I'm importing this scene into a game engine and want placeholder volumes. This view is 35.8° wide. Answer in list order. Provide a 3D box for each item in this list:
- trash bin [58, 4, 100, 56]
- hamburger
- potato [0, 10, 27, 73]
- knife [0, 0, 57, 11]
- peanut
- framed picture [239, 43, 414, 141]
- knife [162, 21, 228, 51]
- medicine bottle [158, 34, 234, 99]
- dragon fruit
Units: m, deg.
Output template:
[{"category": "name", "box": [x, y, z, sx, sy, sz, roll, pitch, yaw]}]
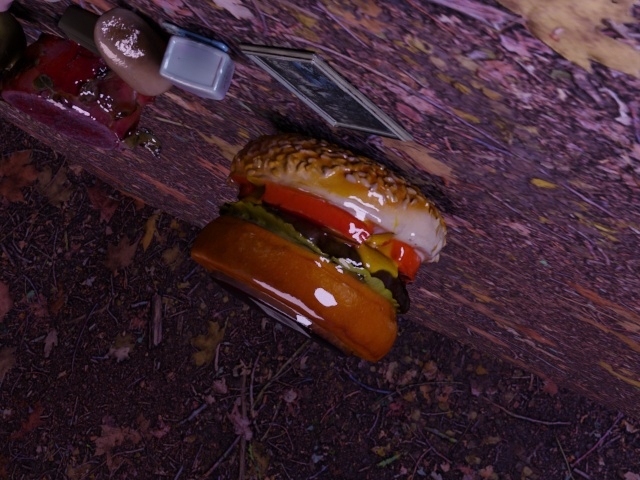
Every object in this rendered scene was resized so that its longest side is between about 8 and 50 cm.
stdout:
[{"category": "trash bin", "box": [-0.308, -0.283, 1.364, 0.092, 0.043, 0.061, 30, 173, 12]}, {"category": "hamburger", "box": [0.000, 0.000, 1.391, 0.330, 0.250, 0.330, 30, 170, 6]}, {"category": "potato", "box": [-0.564, -0.333, 1.491, 0.296, 0.141, 0.191, 18, -141, -60]}, {"category": "knife", "box": [-0.395, -0.336, 1.325, 0.081, 0.043, 0.336, 26, 173, -38]}, {"category": "peanut", "box": [-0.234, -0.239, 1.260, 0.076, 0.076, 0.152, 23, 167, 33]}, {"category": "framed picture", "box": [0.005, -0.168, 1.135, 0.183, 0.011, 0.142, 34, 171, -41]}, {"category": "knife", "box": [-0.150, -0.242, 1.186, 0.096, 0.010, 0.027, 24, 174, 27]}, {"category": "medicine bottle", "box": [-0.145, -0.204, 1.195, 0.074, 0.055, 0.118, 18, -179, 2]}, {"category": "dragon fruit", "box": [-0.351, -0.233, 1.510, 0.282, 0.147, 0.211, 18, 168, 7]}]
